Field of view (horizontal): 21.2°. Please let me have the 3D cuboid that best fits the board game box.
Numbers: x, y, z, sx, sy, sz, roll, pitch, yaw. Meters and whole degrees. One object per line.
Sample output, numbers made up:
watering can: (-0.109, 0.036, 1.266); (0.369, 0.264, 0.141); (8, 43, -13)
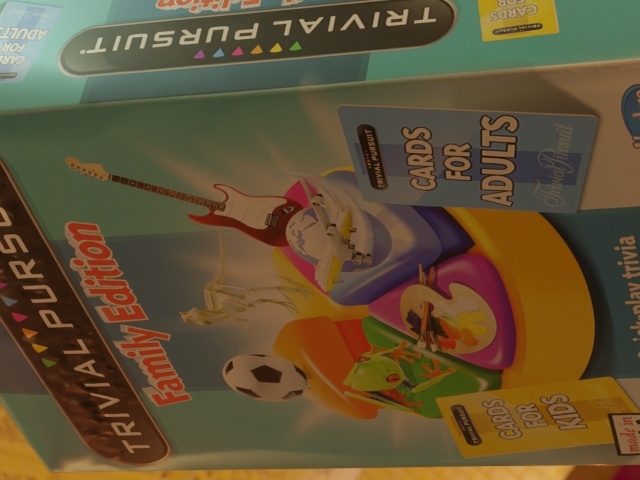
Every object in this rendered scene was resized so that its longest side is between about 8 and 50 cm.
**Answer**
board game box: (0.000, 0.000, 0.717); (0.254, 0.336, 0.079); (68, -155, -47)
